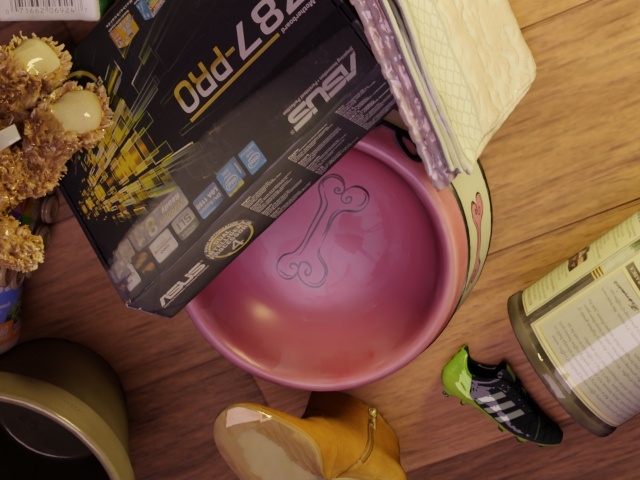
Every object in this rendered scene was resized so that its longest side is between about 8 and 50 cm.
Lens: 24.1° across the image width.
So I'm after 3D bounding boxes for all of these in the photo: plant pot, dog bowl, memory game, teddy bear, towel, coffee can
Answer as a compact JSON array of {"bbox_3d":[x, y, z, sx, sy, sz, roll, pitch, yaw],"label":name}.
[{"bbox_3d":[-0.366,0.264,1.882,0.323,0.280,0.323,3,114,6],"label":"plant pot"},{"bbox_3d":[0.000,0.000,1.796,0.408,0.150,0.408,3,113,6],"label":"dog bowl"},{"bbox_3d":[-0.354,-0.030,1.808,0.012,0.186,0.186,12,115,12],"label":"memory game"},{"bbox_3d":[-0.377,-0.077,1.679,0.245,0.113,0.338,30,89,14],"label":"teddy bear"},{"bbox_3d":[0.122,-0.261,1.579,0.053,0.317,0.332,-15,112,28],"label":"towel"},{"bbox_3d":[0.387,0.073,1.751,0.275,0.201,0.201,-37,105,20],"label":"coffee can"}]

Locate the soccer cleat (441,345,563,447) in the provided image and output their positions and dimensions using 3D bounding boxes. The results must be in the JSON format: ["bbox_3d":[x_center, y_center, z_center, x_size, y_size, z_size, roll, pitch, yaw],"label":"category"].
[{"bbox_3d":[0.238,0.200,1.904,0.179,0.060,0.072,30,112,-4],"label":"soccer cleat"}]

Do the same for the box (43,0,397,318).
[{"bbox_3d":[-0.125,-0.158,1.659,0.395,0.097,0.318,-42,61,16],"label":"box"}]

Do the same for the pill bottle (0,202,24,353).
[{"bbox_3d":[-0.439,-0.002,1.843,0.152,0.152,0.272,9,112,3],"label":"pill bottle"}]

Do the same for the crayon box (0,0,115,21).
[{"bbox_3d":[-0.354,-0.412,1.695,0.203,0.083,0.323,0,114,6],"label":"crayon box"}]

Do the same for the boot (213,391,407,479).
[{"bbox_3d":[-0.013,0.244,1.864,0.295,0.211,0.104,36,111,-20],"label":"boot"}]
